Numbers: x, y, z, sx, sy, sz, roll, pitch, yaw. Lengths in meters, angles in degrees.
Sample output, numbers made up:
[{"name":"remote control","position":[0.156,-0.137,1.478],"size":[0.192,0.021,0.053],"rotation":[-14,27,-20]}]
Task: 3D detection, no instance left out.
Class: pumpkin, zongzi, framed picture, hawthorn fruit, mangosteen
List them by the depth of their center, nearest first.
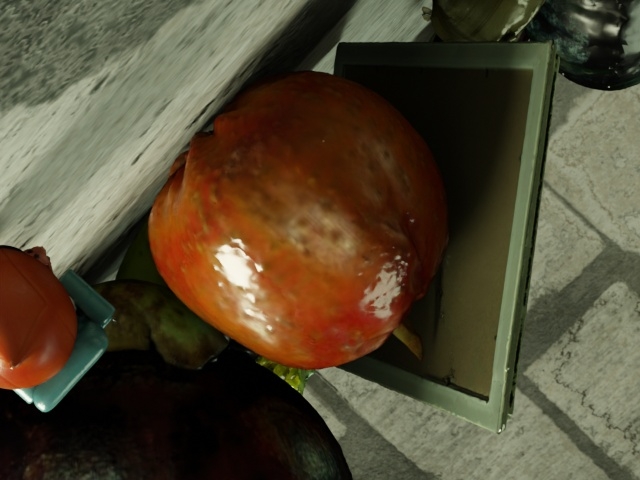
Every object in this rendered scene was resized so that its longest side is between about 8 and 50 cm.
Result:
[{"name":"hawthorn fruit","position":[0.000,0.000,1.039],"size":[0.179,0.200,0.179],"rotation":[-40,-174,5]},{"name":"framed picture","position":[0.063,-0.015,1.111],"size":[0.293,0.018,0.231],"rotation":[-165,-98,-65]},{"name":"mangosteen","position":[-0.133,0.162,1.131],"size":[0.306,0.359,0.306],"rotation":[-13,174,-1]},{"name":"zongzi","position":[0.157,-0.234,1.381],"size":[0.178,0.081,0.189],"rotation":[-56,-177,1]},{"name":"pumpkin","position":[0.283,-0.253,1.595],"size":[0.233,0.163,0.233],"rotation":[-46,151,-36]}]

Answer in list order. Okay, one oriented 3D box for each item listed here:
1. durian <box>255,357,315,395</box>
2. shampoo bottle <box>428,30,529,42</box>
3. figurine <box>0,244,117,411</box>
[{"name":"durian","position":[-0.064,0.091,1.703],"size":[0.158,0.169,0.352],"rotation":[-48,-179,-12]},{"name":"shampoo bottle","position":[0.129,-0.164,1.792],"size":[0.129,0.084,0.323],"rotation":[-56,-178,-17]},{"name":"figurine","position":[-0.144,0.042,0.828],"size":[0.068,0.075,0.140],"rotation":[-45,179,2]}]
